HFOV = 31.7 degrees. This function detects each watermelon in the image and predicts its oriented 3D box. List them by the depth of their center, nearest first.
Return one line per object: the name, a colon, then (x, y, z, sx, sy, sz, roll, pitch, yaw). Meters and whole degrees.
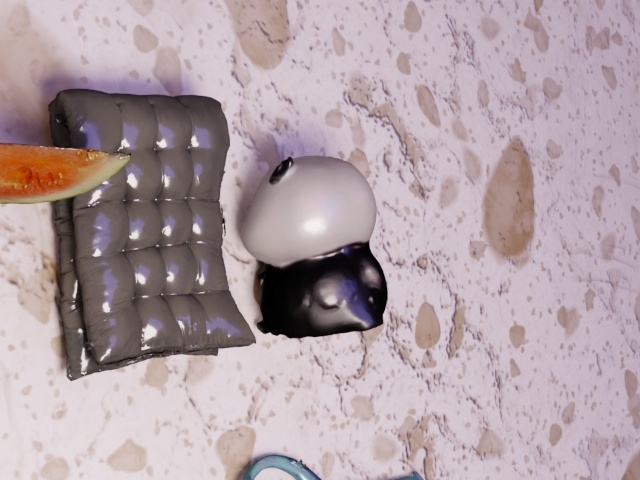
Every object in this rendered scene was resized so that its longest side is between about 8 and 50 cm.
watermelon: (-0.326, -0.081, 1.175, 0.245, 0.119, 0.063, 6, 78, -16)

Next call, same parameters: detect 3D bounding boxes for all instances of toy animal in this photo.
toy animal: (-0.005, 0.004, 1.480, 0.187, 0.165, 0.235, -16, 94, -47)

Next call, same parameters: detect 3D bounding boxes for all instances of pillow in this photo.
pillow: (-0.201, -0.012, 1.328, 0.228, 0.101, 0.326, -3, 86, -45)

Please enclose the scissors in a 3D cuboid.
scissors: (0.032, 0.364, 1.542, 0.393, 0.032, 0.180, 2, 59, -53)
